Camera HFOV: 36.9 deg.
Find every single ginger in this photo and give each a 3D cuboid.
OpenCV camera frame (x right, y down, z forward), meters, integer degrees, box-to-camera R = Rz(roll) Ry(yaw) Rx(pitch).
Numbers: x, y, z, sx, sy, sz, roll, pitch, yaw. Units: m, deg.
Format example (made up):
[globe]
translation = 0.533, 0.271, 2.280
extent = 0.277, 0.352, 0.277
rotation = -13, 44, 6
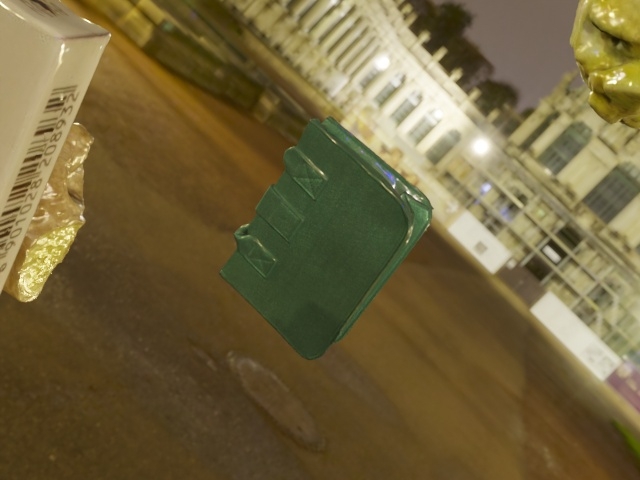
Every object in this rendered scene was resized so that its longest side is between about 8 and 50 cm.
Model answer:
[ginger]
translation = -0.368, -0.073, 1.009
extent = 0.270, 0.219, 0.123
rotation = 29, 11, 6

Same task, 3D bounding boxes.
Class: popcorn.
[popcorn]
translation = 0.174, -0.098, 0.453
extent = 0.120, 0.106, 0.116
rotation = 7, -31, 46

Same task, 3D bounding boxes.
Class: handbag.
[handbag]
translation = 0.001, 0.001, 1.455
extent = 0.238, 0.326, 0.089
rotation = 44, 32, 15

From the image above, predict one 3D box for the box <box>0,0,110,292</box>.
[box]
translation = -0.271, -0.002, 0.523
extent = 0.204, 0.365, 0.051
rotation = 33, 22, 9
